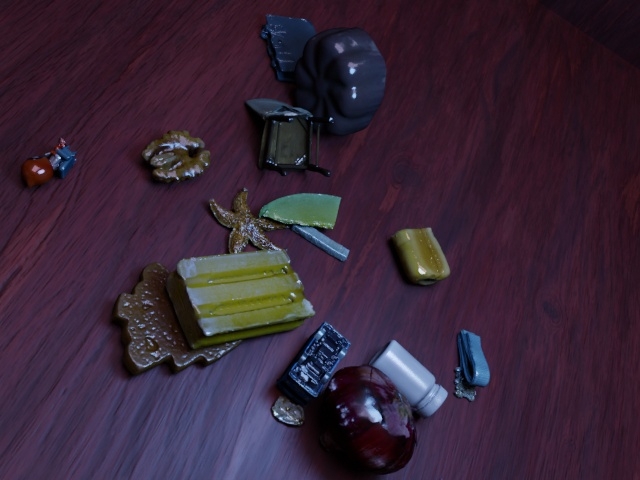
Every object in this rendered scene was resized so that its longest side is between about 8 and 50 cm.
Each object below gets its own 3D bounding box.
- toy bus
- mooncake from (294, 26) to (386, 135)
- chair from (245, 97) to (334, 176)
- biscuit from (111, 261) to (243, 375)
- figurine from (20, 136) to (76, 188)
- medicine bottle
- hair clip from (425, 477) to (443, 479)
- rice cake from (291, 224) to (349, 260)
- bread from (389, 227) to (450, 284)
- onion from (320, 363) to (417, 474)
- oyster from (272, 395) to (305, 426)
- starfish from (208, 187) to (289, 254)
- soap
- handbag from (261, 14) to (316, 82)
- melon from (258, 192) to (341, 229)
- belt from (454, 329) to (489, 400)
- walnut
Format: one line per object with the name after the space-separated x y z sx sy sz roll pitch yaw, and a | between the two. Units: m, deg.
-0.018 0.289 1.625 0.090 0.106 0.184 42 46 -2 | toy bus
0.049 -0.452 2.005 0.154 0.306 0.306 -21 72 -34 | mooncake
-0.097 -0.285 1.936 0.160 0.319 0.186 -3 107 -27 | chair
-0.316 0.195 1.572 0.302 0.043 0.278 21 49 -18 | biscuit
-0.634 -0.173 1.631 0.075 0.068 0.140 44 57 0 | figurine
0.212 0.340 1.713 0.187 0.103 0.103 43 51 2 | medicine bottle
0.286 0.637 1.608 0.124 0.052 0.195 -26 68 -31 | hair clip
0.000 0.000 1.866 0.171 0.029 0.033 31 47 -5 | rice cake
0.274 0.045 1.940 0.134 0.085 0.173 -1 60 -31 | bread
0.096 0.406 1.558 0.252 0.219 0.252 53 8 -10 | onion
-0.070 0.392 1.589 0.083 0.019 0.054 33 69 4 | oyster
-0.185 -0.033 1.786 0.228 0.043 0.240 17 57 -16 | starfish
-0.183 0.130 1.617 0.315 0.091 0.199 -8 60 -41 | soap
-0.087 -0.594 2.172 0.179 0.062 0.229 -1 61 -27 | handbag
-0.054 -0.070 1.856 0.262 0.053 0.114 -2 58 -32 | melon
0.393 0.320 1.847 0.065 0.100 0.179 19 39 -14 | belt
-0.368 -0.208 1.783 0.170 0.069 0.142 -21 73 -34 | walnut
